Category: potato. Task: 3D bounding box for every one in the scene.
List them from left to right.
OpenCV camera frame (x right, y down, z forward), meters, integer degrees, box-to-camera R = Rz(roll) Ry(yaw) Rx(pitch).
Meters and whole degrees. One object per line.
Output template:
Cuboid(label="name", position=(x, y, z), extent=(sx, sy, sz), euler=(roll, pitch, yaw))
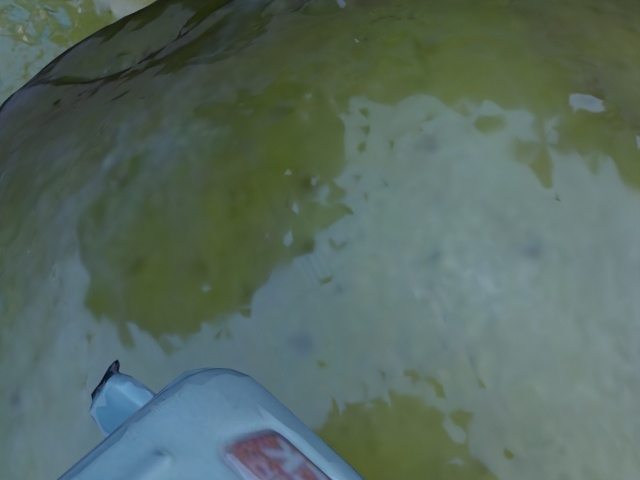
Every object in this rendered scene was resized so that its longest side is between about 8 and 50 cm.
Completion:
Cuboid(label="potato", position=(0.016, 0.043, 0.728), extent=(0.442, 0.385, 0.319), euler=(-25, 91, 36))

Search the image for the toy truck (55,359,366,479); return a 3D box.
Cuboid(label="toy truck", position=(-0.084, 0.150, 0.361), extent=(0.136, 0.305, 0.162), euler=(42, 138, 9))

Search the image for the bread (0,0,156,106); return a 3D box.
Cuboid(label="bread", position=(-0.168, -0.092, 1.120), extent=(0.270, 0.148, 0.269), euler=(-3, 131, -3))
